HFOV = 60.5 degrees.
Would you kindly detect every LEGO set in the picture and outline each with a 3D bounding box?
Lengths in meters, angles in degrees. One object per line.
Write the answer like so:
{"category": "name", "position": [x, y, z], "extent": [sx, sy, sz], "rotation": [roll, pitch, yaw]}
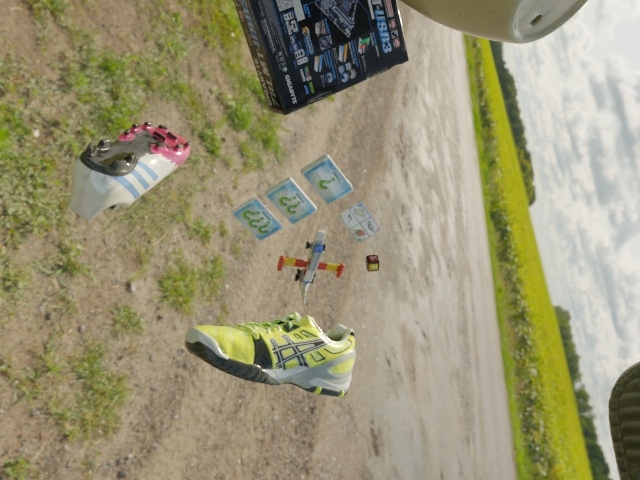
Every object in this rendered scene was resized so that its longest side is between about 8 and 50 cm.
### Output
{"category": "LEGO set", "position": [0.000, 0.000, 0.887], "extent": [0.244, 0.182, 0.060], "rotation": [49, 20, -38]}

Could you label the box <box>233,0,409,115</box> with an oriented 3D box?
{"category": "box", "position": [0.001, -0.417, 0.987], "extent": [0.293, 0.073, 0.296], "rotation": [-30, 120, -21]}

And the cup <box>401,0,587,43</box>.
{"category": "cup", "position": [0.274, -0.431, 0.803], "extent": [0.237, 0.331, 0.331], "rotation": [60, 14, 23]}

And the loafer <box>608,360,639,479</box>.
{"category": "loafer", "position": [0.228, 0.190, 0.290], "extent": [0.094, 0.087, 0.251], "rotation": [128, -31, -65]}

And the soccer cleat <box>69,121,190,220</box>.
{"category": "soccer cleat", "position": [-0.372, -0.138, 1.071], "extent": [0.116, 0.143, 0.331], "rotation": [32, 24, 2]}

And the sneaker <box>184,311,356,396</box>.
{"category": "sneaker", "position": [-0.091, 0.207, 1.098], "extent": [0.384, 0.145, 0.147], "rotation": [20, 83, -37]}
